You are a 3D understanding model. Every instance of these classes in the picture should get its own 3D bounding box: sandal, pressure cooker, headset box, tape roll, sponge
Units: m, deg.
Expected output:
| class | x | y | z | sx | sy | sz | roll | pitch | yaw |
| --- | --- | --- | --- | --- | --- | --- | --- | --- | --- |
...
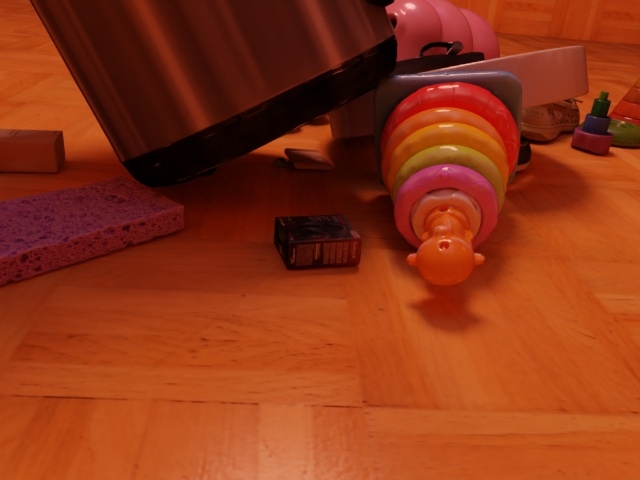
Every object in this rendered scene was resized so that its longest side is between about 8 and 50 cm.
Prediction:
| class | x | y | z | sx | sy | sz | roll | pitch | yaw |
| --- | --- | --- | --- | --- | --- | --- | --- | --- | --- |
| sandal | 0.194 | -0.296 | 0.971 | 0.097 | 0.055 | 0.254 | -3 | 13 | 33 |
| pressure cooker | -0.144 | -0.312 | 0.676 | 0.375 | 0.421 | 0.369 | -36 | 19 | -32 |
| headset box | 0.000 | 0.000 | 0.613 | 0.083 | 0.032 | 0.062 | -4 | 27 | -16 |
| tape roll | 0.200 | -0.223 | 0.932 | 0.391 | 0.072 | 0.392 | -10 | 12 | 2 |
| sponge | -0.254 | -0.015 | 0.593 | 0.117 | 0.031 | 0.210 | 26 | 32 | 36 |

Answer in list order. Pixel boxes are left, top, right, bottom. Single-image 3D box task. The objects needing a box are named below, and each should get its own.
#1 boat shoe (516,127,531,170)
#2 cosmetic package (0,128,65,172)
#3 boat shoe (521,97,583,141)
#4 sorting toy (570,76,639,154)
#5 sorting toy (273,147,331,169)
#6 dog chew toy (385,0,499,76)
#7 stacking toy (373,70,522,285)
| class | x | y | z | sx | sy | sz | roll | pitch | yaw |
| --- | --- | --- | --- | --- | --- | --- | --- | --- | --- |
| boat shoe | 0.249 | -0.145 | 0.912 | 0.095 | 0.079 | 0.254 | 18 | 25 | 42 |
| cosmetic package | -0.387 | -0.114 | 0.761 | 0.115 | 0.041 | 0.060 | -1 | 26 | -13 |
| boat shoe | 0.455 | -0.262 | 1.190 | 0.104 | 0.089 | 0.285 | 18 | 28 | 25 |
| sorting toy | 0.589 | -0.260 | 1.174 | 0.127 | 0.126 | 0.365 | 25 | 31 | 34 |
| sorting toy | -0.032 | -0.116 | 0.872 | 0.083 | 0.012 | 0.062 | 0 | 31 | -20 |
| dog chew toy | 0.214 | -0.371 | 1.175 | 0.206 | 0.207 | 0.331 | 24 | 12 | 34 |
| stacking toy | 0.134 | -0.050 | 0.638 | 0.175 | 0.166 | 0.302 | 0 | 35 | 11 |
